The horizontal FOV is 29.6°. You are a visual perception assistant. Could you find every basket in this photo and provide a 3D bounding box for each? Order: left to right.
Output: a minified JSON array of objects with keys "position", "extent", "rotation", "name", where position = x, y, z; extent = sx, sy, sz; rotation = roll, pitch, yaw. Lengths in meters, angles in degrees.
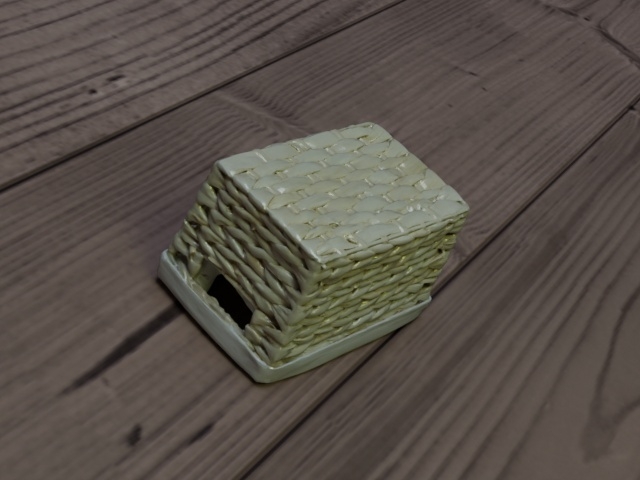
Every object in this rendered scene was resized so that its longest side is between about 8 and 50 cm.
[{"position":[0.000,0.000,0.777],"extent":[0.113,0.103,0.167],"rotation":[44,38,24],"name":"basket"}]
